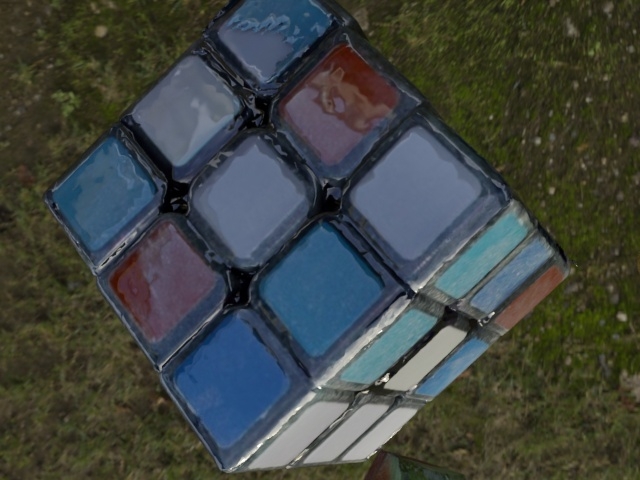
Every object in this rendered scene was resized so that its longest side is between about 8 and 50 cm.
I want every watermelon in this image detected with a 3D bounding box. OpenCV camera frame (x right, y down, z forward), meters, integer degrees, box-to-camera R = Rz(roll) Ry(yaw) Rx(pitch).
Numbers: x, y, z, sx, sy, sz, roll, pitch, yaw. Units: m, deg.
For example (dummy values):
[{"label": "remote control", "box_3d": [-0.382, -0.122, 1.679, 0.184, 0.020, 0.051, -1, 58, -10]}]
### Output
[{"label": "watermelon", "box_3d": [0.049, 0.159, 0.485, 0.092, 0.072, 0.084, 42, 78, -36]}]

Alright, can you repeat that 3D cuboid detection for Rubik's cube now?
[{"label": "Rubik's cube", "box_3d": [0.000, 0.000, 0.911, 0.363, 0.362, 0.359, -45, 67, 4]}]

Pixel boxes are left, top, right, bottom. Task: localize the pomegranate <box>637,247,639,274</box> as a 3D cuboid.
[{"label": "pomegranate", "box_3d": [0.638, 0.033, 1.434, 0.215, 0.215, 0.215, 7, 114, 15]}]
